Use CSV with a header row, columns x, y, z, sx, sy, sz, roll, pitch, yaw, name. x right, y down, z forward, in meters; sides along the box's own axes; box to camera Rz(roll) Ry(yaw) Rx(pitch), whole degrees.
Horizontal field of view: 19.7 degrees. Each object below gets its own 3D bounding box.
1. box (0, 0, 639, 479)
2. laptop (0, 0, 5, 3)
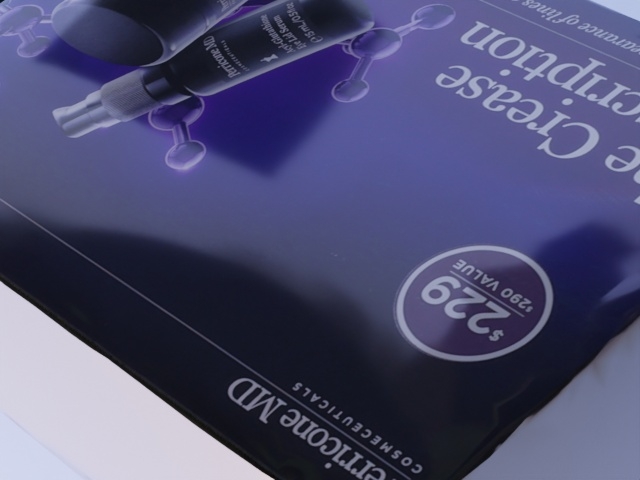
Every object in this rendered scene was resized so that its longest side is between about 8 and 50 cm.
x,y,z,sx,sy,sz,roll,pitch,yaw,name
0.000,0.000,0.550,0.261,0.184,0.103,30,-29,39,box
-0.239,-0.287,1.166,0.234,0.136,0.264,25,-95,37,laptop
